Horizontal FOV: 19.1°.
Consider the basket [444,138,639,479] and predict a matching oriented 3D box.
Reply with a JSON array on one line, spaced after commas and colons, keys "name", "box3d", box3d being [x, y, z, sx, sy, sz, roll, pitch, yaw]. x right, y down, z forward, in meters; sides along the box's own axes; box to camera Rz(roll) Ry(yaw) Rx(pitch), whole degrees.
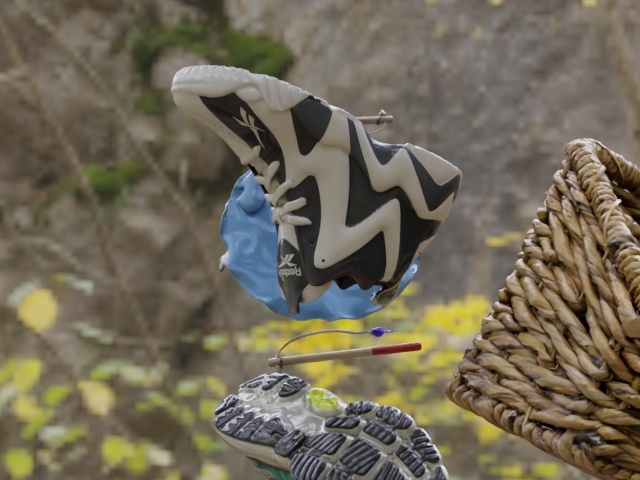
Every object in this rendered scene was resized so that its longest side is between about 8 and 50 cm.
[{"name": "basket", "box3d": [0.282, 0.090, 1.338, 0.299, 0.223, 0.213, 30, -4, -32]}]

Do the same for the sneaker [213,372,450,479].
[{"name": "sneaker", "box3d": [0.023, 0.194, 1.596, 0.275, 0.107, 0.110, 25, -30, 52]}]

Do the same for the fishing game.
[{"name": "fishing game", "box3d": [0.000, 0.000, 1.718, 0.189, 0.264, 0.041, -7, -31, -6]}]

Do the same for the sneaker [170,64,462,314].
[{"name": "sneaker", "box3d": [-0.023, -0.028, 1.435, 0.235, 0.153, 0.094, 24, -7, -20]}]
